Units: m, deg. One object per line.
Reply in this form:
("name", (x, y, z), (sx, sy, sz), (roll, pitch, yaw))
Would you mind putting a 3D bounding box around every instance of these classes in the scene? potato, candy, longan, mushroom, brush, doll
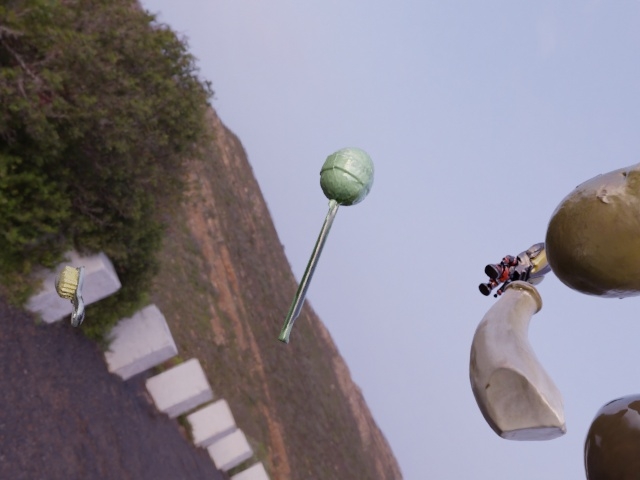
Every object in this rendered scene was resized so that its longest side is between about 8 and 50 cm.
("potato", (0.443, -0.014, 0.880), (0.178, 0.235, 0.160), (35, 22, -14))
("candy", (0.000, 0.000, 1.238), (0.119, 0.440, 0.119), (20, -18, 7))
("longan", (0.464, 0.325, 0.784), (0.246, 0.215, 0.246), (-13, 90, -73))
("mushroom", (0.267, 0.161, 0.850), (0.270, 0.118, 0.103), (-80, 157, -49))
("brush", (-0.555, 0.113, 1.334), (0.068, 0.060, 0.297), (-67, -154, 5))
("doll", (0.515, 0.079, 1.556), (0.088, 0.249, 0.127), (64, -36, 22))
